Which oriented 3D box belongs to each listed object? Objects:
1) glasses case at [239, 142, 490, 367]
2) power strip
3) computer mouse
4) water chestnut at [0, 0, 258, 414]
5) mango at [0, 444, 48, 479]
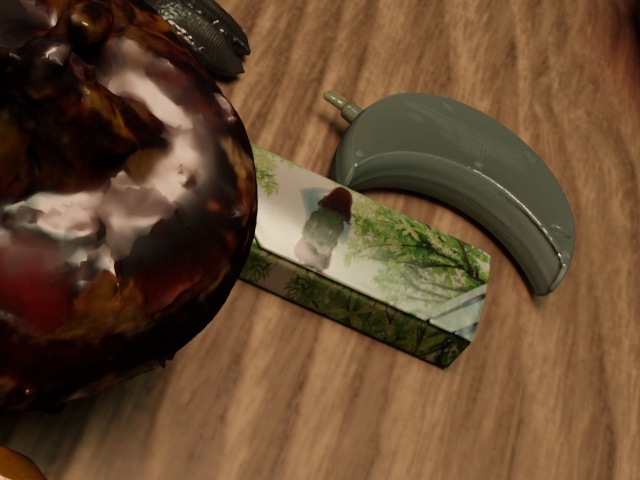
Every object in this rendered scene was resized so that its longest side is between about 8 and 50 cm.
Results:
[{"bbox_3d":[0.000,0.000,0.801,0.272,0.062,0.095,24,50,-9],"label":"glasses case"},{"bbox_3d":[0.110,-0.058,0.897,0.253,0.054,0.167,26,43,-7],"label":"power strip"},{"bbox_3d":[-0.120,-0.192,0.889,0.135,0.047,0.079,26,51,-10],"label":"computer mouse"},{"bbox_3d":[-0.168,-0.039,0.594,0.300,0.300,0.300,13,53,-18],"label":"water chestnut"},{"bbox_3d":[-0.199,0.204,0.488,0.201,0.152,0.287,-27,81,-42],"label":"mango"}]
